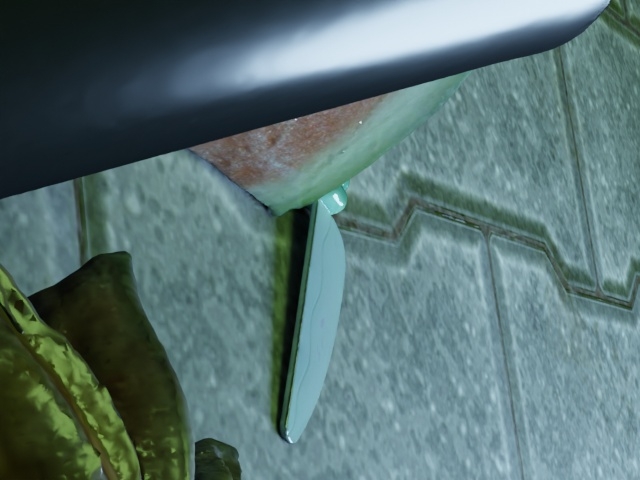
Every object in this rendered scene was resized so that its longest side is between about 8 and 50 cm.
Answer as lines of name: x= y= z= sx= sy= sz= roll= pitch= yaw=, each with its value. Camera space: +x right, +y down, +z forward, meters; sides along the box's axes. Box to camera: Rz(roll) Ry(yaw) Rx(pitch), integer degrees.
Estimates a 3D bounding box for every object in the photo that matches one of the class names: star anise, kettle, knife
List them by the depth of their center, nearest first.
kettle: x=-0.082 y=-0.150 z=0.484 sx=0.308 sy=0.203 sz=0.262 roll=-20 pitch=96 yaw=-23
star anise: x=-0.095 y=0.154 z=0.513 sx=0.332 sy=0.118 sz=0.331 roll=-5 pitch=90 yaw=-72
knife: x=0.001 y=0.000 z=0.881 sx=0.063 sy=0.035 sz=0.260 roll=48 pitch=44 yaw=-59

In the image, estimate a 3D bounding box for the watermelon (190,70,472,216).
watermelon: x=-0.020 y=-0.142 z=0.741 sx=0.292 sy=0.283 sz=0.250 roll=-44 pitch=104 yaw=-30
